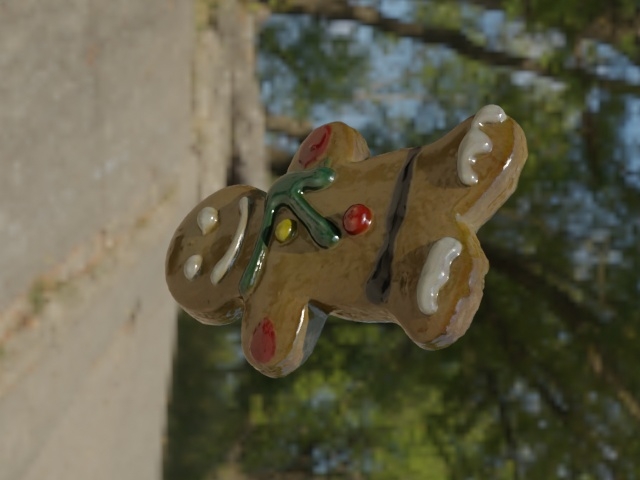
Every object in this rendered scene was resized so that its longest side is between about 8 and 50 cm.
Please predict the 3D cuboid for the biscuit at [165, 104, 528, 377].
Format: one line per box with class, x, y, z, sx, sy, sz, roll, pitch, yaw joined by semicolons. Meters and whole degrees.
biscuit;0.000;0.000;1.283;0.301;0.049;0.197;-5;-123;42
